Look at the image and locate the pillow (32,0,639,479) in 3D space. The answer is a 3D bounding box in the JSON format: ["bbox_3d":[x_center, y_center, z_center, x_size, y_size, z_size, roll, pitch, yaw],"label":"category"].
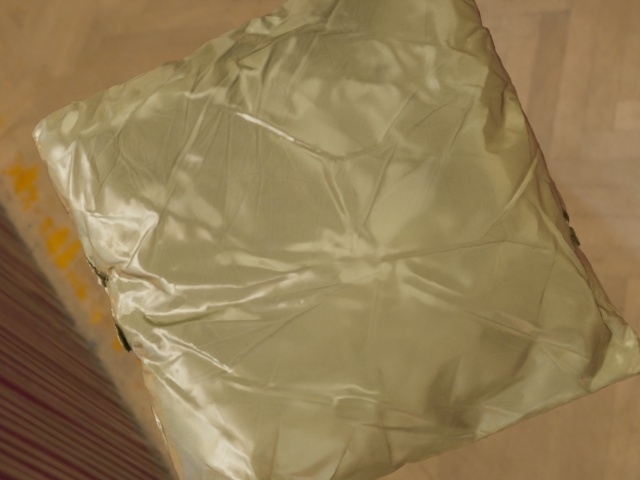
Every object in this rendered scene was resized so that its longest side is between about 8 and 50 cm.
[{"bbox_3d":[0.002,0.001,0.636,0.274,0.076,0.281,-24,83,6],"label":"pillow"}]
